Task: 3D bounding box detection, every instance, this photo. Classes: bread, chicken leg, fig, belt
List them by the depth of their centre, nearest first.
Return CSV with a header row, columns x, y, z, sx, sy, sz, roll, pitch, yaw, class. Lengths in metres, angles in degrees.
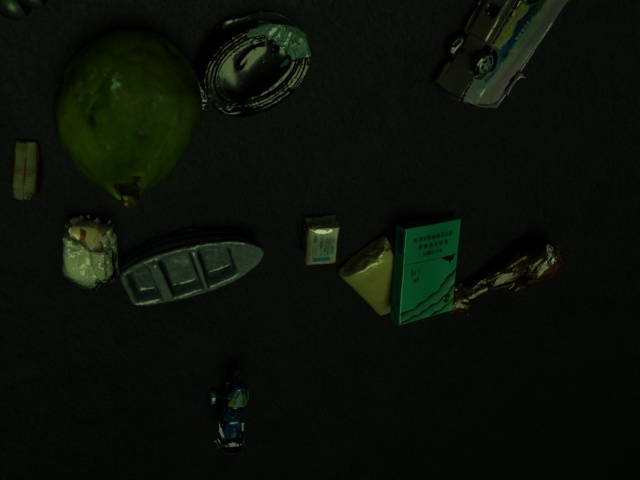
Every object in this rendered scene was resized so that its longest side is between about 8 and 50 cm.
x,y,z,sx,sy,sz,roll,pitch,yaw,class
-0.312,-0.186,0.958,0.233,0.314,0.232,8,125,11,fig
-0.112,-0.302,1.059,0.199,0.078,0.151,-30,132,-3,belt
-0.508,-0.115,1.087,0.043,0.108,0.062,1,167,-13,bread
0.143,0.088,1.427,0.139,0.060,0.178,-39,126,11,bread
0.436,0.088,1.513,0.305,0.093,0.113,-26,110,11,chicken leg

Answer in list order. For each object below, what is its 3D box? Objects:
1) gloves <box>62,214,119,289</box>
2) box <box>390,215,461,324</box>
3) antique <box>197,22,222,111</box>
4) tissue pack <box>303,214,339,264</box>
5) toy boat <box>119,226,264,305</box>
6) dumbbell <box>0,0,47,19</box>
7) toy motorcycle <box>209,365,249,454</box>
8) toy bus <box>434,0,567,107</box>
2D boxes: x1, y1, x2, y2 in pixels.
x,y,z,sx,sy,sz,roll,pitch,yaw,class
-0.434,0.028,1.193,0.115,0.070,0.153,13,119,-4,gloves
0.235,0.065,1.397,0.161,0.042,0.226,-9,112,-29,box
-0.199,-0.282,1.091,0.031,0.015,0.192,14,119,-25,antique
0.000,0.000,1.322,0.074,0.058,0.094,-4,124,-13,tissue pack
-0.255,0.046,1.262,0.283,0.078,0.127,-16,126,-7,toy boat
-0.296,-0.415,0.868,0.407,0.179,0.179,-10,126,-10,dumbbell
-0.212,0.418,1.496,0.092,0.135,0.254,2,123,-19,toy motorcycle
0.343,-0.392,1.135,0.138,0.112,0.316,11,121,-36,toy bus
